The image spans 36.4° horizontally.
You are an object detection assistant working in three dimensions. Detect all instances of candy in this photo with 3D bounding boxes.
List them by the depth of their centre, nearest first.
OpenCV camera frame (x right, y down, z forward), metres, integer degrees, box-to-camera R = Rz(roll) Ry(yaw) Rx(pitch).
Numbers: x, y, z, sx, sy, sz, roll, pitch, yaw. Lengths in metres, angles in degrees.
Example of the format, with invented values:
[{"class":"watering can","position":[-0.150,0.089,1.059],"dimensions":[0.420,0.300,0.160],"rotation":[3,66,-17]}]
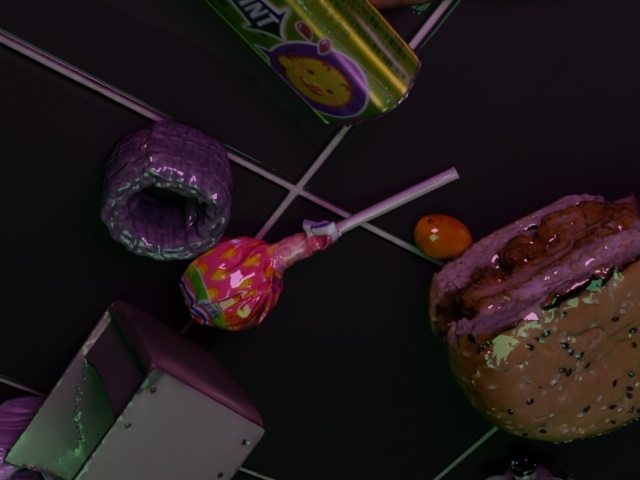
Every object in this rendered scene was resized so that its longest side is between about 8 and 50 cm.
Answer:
[{"class":"candy","position":[0.000,0.000,1.177],"dimensions":[0.365,0.124,0.124],"rotation":[-25,127,7]}]

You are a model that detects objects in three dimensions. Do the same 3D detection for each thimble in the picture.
[{"class":"thimble","position":[-0.174,-0.054,1.109],"dimensions":[0.150,0.098,0.150],"rotation":[-1,131,-2]}]

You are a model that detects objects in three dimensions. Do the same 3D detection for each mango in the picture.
[{"class":"mango","position":[0.154,-0.002,1.205],"dimensions":[0.089,0.046,0.060],"rotation":[26,124,-38]}]

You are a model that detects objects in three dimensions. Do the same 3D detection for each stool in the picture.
[{"class":"stool","position":[-0.238,0.249,1.204],"dimensions":[0.170,0.243,0.269],"rotation":[36,89,-27]}]

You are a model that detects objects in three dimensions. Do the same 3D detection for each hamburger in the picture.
[{"class":"hamburger","position":[0.307,0.099,1.183],"dimensions":[0.318,0.195,0.277],"rotation":[-31,124,3]}]

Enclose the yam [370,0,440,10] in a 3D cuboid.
[{"class":"yam","position":[0.206,-0.270,0.985],"dimensions":[0.327,0.045,0.045],"rotation":[-5,108,2]}]

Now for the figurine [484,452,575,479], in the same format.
[{"class":"figurine","position":[0.324,0.412,1.508],"dimensions":[0.147,0.126,0.192],"rotation":[-4,114,13]}]

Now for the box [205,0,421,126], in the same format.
[{"class":"box","position":[-0.057,-0.253,0.930],"dimensions":[0.134,0.097,0.345],"rotation":[-1,144,50]}]

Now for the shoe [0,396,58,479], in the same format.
[{"class":"shoe","position":[-0.464,0.286,1.319],"dimensions":[0.245,0.137,0.095],"rotation":[4,131,-28]}]
